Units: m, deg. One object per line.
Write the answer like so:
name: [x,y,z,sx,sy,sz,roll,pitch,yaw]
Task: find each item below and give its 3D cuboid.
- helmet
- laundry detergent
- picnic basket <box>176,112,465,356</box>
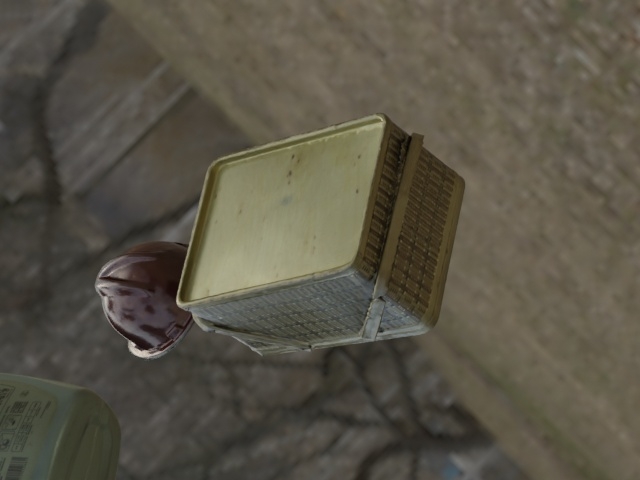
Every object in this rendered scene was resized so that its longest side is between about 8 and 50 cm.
helmet: [-0.131,0.036,1.388,0.057,0.089,0.111,22,154,-28]
laundry detergent: [-0.319,0.214,1.625,0.280,0.215,0.105,-2,148,24]
picnic basket: [0.000,0.000,1.170,0.164,0.115,0.079,-11,145,41]
